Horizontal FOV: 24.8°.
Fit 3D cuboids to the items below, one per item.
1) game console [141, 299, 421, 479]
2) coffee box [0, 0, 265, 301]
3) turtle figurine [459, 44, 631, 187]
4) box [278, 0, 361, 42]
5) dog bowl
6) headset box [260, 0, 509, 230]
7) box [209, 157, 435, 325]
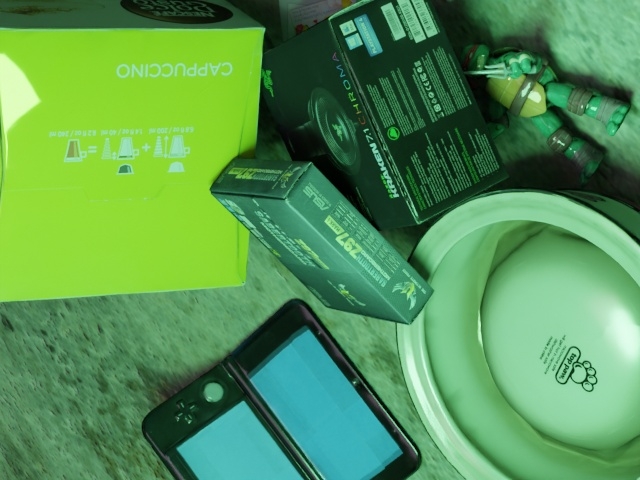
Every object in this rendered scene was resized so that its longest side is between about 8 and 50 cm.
[{"bbox_3d":[-0.058,0.277,2.000,0.293,0.250,0.173,52,152,9],"label":"game console"},{"bbox_3d":[-0.288,-0.145,1.824,0.334,0.337,0.338,-136,48,-58],"label":"coffee box"},{"bbox_3d":[0.230,-0.166,1.681,0.234,0.118,0.175,29,147,10],"label":"turtle figurine"},{"bbox_3d":[0.018,-0.274,1.838,0.145,0.038,0.186,5,110,32],"label":"box"},{"bbox_3d":[0.290,0.121,1.695,0.408,0.150,0.408,15,113,38],"label":"dog bowl"},{"bbox_3d":[0.056,-0.143,1.692,0.246,0.131,0.283,66,159,-7],"label":"headset box"},{"bbox_3d":[0.000,0.000,1.700,0.232,0.059,0.183,45,161,-27],"label":"box"}]
